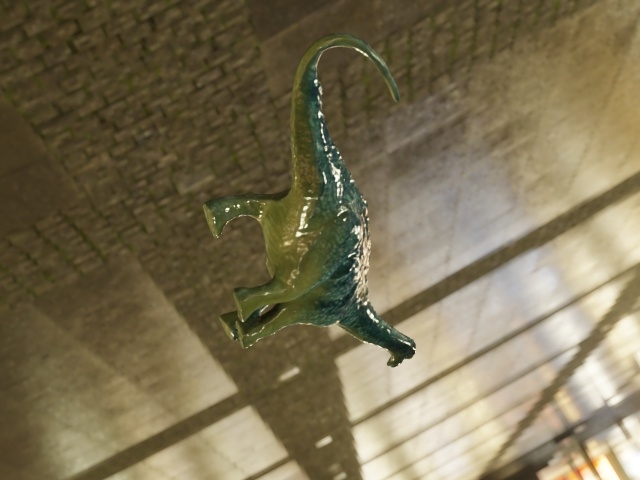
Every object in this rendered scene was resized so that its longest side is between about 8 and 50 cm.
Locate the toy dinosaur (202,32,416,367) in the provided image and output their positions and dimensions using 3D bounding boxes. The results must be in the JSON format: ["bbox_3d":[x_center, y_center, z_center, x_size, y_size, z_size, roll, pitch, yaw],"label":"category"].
[{"bbox_3d":[-0.010,0.007,0.892,0.147,0.076,0.363,-23,137,-10],"label":"toy dinosaur"}]
